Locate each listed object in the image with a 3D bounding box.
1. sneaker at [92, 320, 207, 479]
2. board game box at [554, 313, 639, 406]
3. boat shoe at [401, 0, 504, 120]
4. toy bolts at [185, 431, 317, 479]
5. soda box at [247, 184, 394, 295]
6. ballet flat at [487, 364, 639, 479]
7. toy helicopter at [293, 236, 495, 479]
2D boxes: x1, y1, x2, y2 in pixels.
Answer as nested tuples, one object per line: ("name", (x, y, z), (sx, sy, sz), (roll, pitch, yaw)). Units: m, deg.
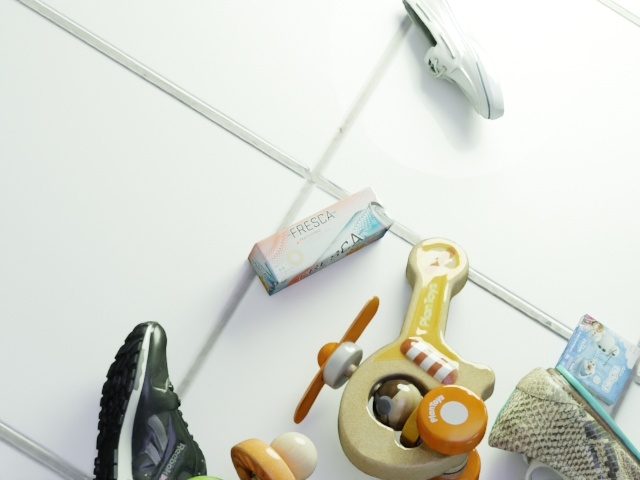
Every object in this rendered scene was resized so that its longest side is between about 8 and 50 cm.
("sneaker", (-0.194, 0.240, 1.676), (0.124, 0.107, 0.283), (15, 70, -25))
("board game box", (0.367, 0.158, 1.878), (0.090, 0.020, 0.090), (33, 66, -2))
("boat shoe", (0.179, -0.254, 1.962), (0.075, 0.083, 0.226), (-19, 64, -8))
("toy bolts", (-0.017, 0.325, 1.579), (0.158, 0.218, 0.228), (-32, 96, -22))
("soda box", (0.000, 0.000, 1.823), (0.183, 0.058, 0.063), (-28, 79, -21))
("ballet flat", (0.406, 0.363, 1.753), (0.483, 0.164, 0.182), (40, 90, 11))
("toy helicopter", (0.105, 0.139, 1.771), (0.235, 0.140, 0.355), (9, 52, 9))
